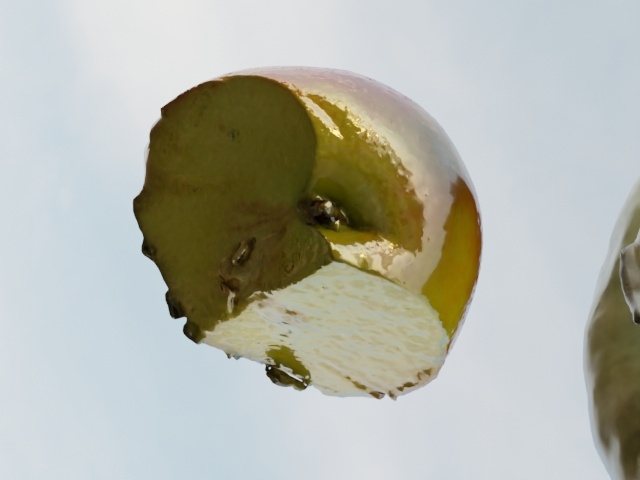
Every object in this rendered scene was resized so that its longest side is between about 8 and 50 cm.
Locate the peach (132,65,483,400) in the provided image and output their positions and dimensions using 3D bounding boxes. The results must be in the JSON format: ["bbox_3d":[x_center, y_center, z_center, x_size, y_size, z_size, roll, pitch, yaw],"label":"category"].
[{"bbox_3d":[0.007,-0.003,0.536,0.151,0.118,0.151,20,-59,37],"label":"peach"}]

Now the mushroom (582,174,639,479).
[{"bbox_3d":[0.265,0.033,0.629,0.352,0.260,0.352,-52,-156,35],"label":"mushroom"}]
